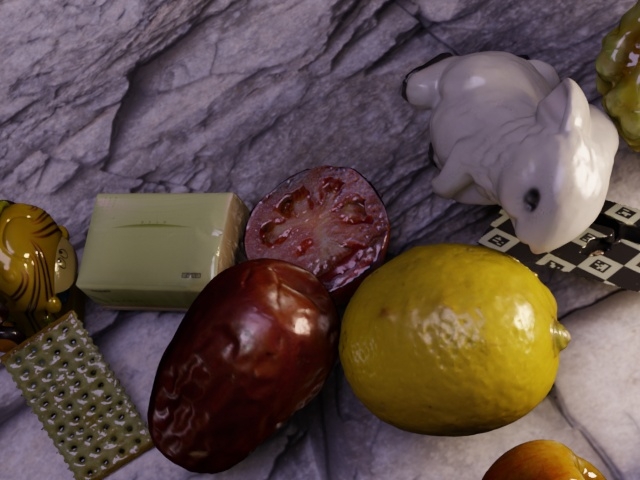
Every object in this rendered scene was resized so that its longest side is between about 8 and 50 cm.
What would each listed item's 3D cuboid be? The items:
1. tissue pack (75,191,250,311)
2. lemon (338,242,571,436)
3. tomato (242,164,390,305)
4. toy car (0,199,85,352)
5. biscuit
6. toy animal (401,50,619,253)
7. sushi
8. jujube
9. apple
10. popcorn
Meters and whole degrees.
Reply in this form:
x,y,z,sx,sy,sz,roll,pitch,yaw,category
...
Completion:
x,y,z,sx,sy,sz,roll,pitch,yaw,category
-0.224,0.018,1.831,0.234,0.125,0.159,1,67,20,tissue pack
0.161,0.126,1.567,0.284,0.260,0.260,2,65,48,lemon
0.002,0.002,1.779,0.225,0.085,0.225,-10,61,19,tomato
-0.427,0.050,1.827,0.142,0.248,0.200,-5,59,4,toy car
-0.352,0.232,1.788,0.139,0.016,0.231,-33,87,4,biscuit
0.267,-0.130,1.622,0.258,0.194,0.357,-41,34,-3,toy animal
0.366,0.012,1.632,0.280,0.043,0.192,16,39,23,sushi
-0.106,0.168,1.641,0.318,0.223,0.223,-54,55,29,jujube
0.268,0.343,1.498,0.173,0.160,0.195,-47,51,20,apple
0.522,-0.232,1.586,0.335,0.274,0.279,-26,63,7,popcorn
